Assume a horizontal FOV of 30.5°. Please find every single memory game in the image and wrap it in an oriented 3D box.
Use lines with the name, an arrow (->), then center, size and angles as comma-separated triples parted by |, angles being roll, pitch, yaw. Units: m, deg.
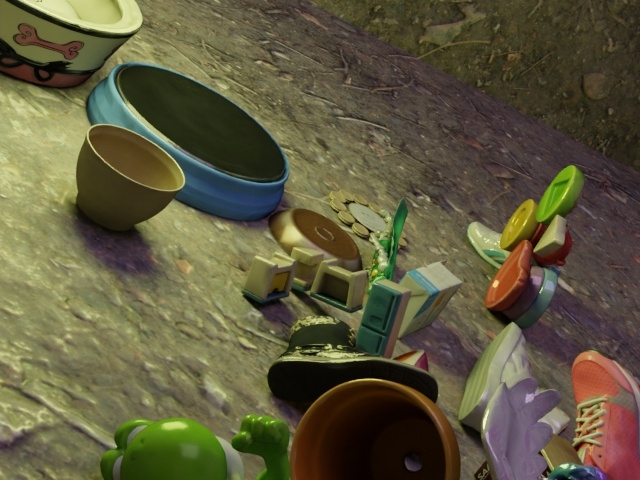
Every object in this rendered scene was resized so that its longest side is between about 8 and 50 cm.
memory game -> 0.096, -0.040, 2.348 | 0.186, 0.012, 0.186 | 29, 23, -14

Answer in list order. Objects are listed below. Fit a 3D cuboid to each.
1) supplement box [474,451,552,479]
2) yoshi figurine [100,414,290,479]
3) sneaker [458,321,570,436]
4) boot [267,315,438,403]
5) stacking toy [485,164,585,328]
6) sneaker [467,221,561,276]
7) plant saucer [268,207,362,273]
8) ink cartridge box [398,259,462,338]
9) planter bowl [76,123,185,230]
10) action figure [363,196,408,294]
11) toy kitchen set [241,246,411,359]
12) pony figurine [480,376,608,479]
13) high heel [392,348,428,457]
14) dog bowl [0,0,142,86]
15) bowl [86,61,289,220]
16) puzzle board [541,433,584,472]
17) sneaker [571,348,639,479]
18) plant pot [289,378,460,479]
supplement box -> 0.348, 0.407, 1.718 | 0.130, 0.073, 0.239 | 10, 32, -46
yoshi figurine -> -0.068, 0.290, 1.225 | 0.362, 0.203, 0.203 | 23, 38, 5
sneaker -> 0.335, 0.263, 1.966 | 0.169, 0.108, 0.292 | 36, 32, -1
boot -> 0.052, 0.171, 1.688 | 0.237, 0.085, 0.178 | 5, 19, 5
stacking toy -> 0.465, 0.019, 2.338 | 0.130, 0.279, 0.309 | 31, 48, -8
sneaker -> 0.420, 0.026, 2.557 | 0.229, 0.092, 0.087 | 40, 25, 17
plant saucer -> 0.000, 0.000, 2.106 | 0.199, 0.036, 0.198 | 28, 23, -13
ink cartridge box -> 0.181, 0.100, 2.062 | 0.061, 0.104, 0.181 | 42, 24, 17
planter bowl -> -0.299, -0.083, 1.763 | 0.162, 0.109, 0.162 | 28, 24, -13
action figure -> 0.112, 0.033, 2.119 | 0.064, 0.137, 0.232 | 11, 33, 2
toy kitchen set -> 0.004, 0.106, 1.840 | 0.207, 0.122, 0.166 | 22, 16, 26
pony figurine -> 0.235, 0.353, 1.290 | 0.303, 0.363, 0.351 | 39, 23, 12
high heel -> 0.145, 0.245, 1.796 | 0.244, 0.082, 0.117 | -71, 136, -80
dog bowl -> -0.530, -0.427, 2.085 | 0.408, 0.150, 0.408 | 30, 23, -14
bowl -> -0.227, -0.187, 2.115 | 0.391, 0.077, 0.391 | 29, 23, -14
puzzle board -> 0.367, 0.333, 1.789 | 0.096, 0.011, 0.128 | 29, 20, -26
sneaker -> 0.454, 0.323, 1.870 | 0.136, 0.116, 0.313 | 0, 68, -36
plant pot -> 0.090, 0.282, 1.485 | 0.205, 0.205, 0.188 | 44, 8, 22
